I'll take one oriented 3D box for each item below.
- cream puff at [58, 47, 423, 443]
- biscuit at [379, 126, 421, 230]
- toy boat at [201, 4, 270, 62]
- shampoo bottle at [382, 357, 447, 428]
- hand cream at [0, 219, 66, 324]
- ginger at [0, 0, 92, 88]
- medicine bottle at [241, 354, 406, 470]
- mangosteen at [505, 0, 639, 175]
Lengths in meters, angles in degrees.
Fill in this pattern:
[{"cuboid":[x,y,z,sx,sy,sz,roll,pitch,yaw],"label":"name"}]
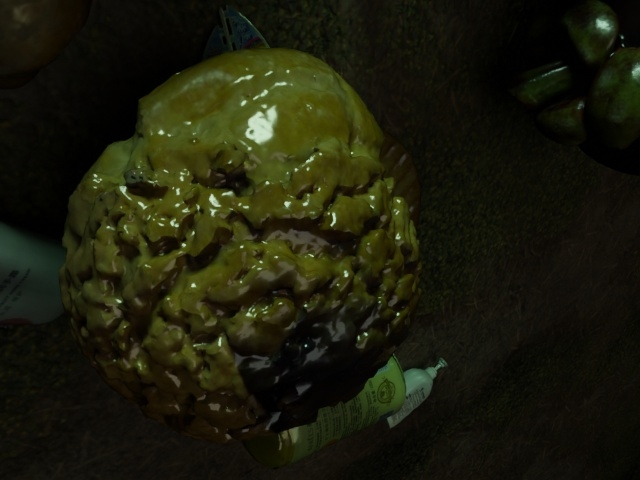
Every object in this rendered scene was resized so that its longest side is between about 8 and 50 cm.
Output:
[{"cuboid":[-0.044,0.028,0.517,0.327,0.231,0.343,0,132,-41],"label":"cream puff"},{"cuboid":[0.000,0.000,0.752,0.317,0.040,0.318,-19,128,-27],"label":"biscuit"},{"cuboid":[-0.076,-0.166,0.565,0.175,0.091,0.110,-19,100,-33],"label":"toy boat"},{"cuboid":[0.161,0.253,1.039,0.152,0.045,0.077,-35,131,-15],"label":"shampoo bottle"},{"cuboid":[-0.288,0.018,0.429,0.124,0.078,0.340,-38,163,9],"label":"hand cream"},{"cuboid":[-0.272,-0.163,0.344,0.375,0.176,0.256,-32,150,-22],"label":"ginger"},{"cuboid":[-0.002,0.226,0.840,0.238,0.124,0.124,-14,125,-31],"label":"medicine bottle"},{"cuboid":[0.412,-0.223,0.773,0.346,0.307,0.307,-10,124,-15],"label":"mangosteen"}]
